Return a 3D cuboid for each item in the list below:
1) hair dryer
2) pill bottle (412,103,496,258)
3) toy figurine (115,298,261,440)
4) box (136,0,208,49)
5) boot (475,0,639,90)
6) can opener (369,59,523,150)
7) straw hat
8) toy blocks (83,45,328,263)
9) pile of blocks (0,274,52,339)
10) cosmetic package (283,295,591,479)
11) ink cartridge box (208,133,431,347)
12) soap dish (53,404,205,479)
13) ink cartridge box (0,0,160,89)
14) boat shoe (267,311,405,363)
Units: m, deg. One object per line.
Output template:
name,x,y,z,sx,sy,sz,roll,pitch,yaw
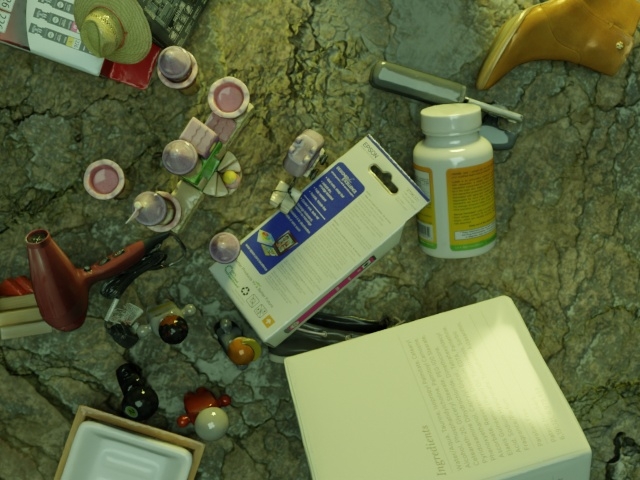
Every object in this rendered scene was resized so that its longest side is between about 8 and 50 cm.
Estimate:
hair dryer,-0.377,0.051,1.478,0.080,0.293,0.223,27,90,37
pill bottle,0.229,-0.104,1.521,0.136,0.136,0.245,-7,109,-4
toy figurine,-0.227,0.218,1.511,0.213,0.148,0.209,25,93,-24
box,-0.235,-0.442,1.430,0.059,0.183,0.232,26,87,22
boot,0.425,-0.339,1.552,0.211,0.104,0.295,33,88,-8
can opener,0.218,-0.232,1.560,0.283,0.076,0.095,15,94,-6
straw hat,-0.330,-0.314,1.340,0.144,0.061,0.144,14,136,14
toy blocks,-0.185,-0.127,1.411,0.309,0.260,0.288,32,87,2
pile of blocks,-0.633,0.107,1.484,0.362,0.149,0.112,-4,98,-4
cosmetic package,0.184,0.351,1.437,0.394,0.327,0.329,-15,134,-3
ink cartridge box,0.000,0.000,1.534,0.371,0.069,0.175,-41,67,2
soap dish,-0.355,0.449,1.563,0.229,0.118,0.290,19,94,-7
ink cartridge box,-0.371,-0.434,1.456,0.272,0.130,0.309,18,95,-9
boat shoe,0.070,0.168,1.574,0.335,0.112,0.095,1,101,-2
